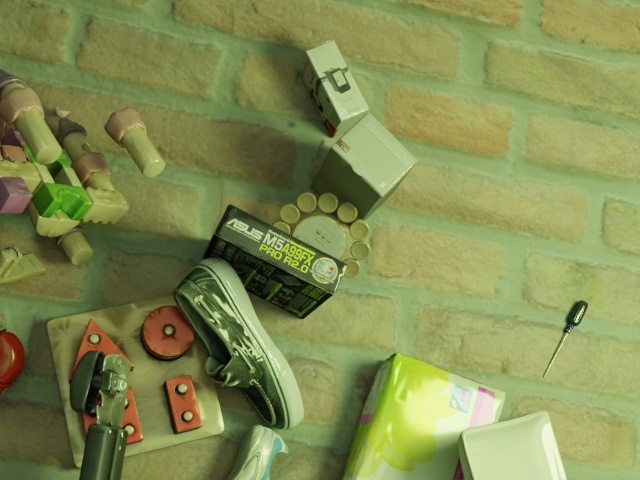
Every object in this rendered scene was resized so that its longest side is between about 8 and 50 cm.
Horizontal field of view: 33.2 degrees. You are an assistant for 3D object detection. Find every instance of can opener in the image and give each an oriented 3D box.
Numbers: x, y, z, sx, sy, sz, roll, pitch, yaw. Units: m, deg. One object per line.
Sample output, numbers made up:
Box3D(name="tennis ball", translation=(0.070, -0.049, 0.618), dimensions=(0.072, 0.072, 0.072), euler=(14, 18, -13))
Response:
Box3D(name="can opener", translation=(-0.361, 0.317, 1.711), dimensions=(0.095, 0.076, 0.283), euler=(2, 74, 23))

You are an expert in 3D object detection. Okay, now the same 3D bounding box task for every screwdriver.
Box3D(name="screwdriver", translation=(0.460, 0.185, 2.030), dimensions=(0.025, 0.024, 0.170), euler=(45, 71, -30))

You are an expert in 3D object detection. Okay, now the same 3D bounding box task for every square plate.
Box3D(name="square plate", translation=(0.347, 0.478, 1.829), dimensions=(0.344, 0.049, 0.347), euler=(3, 71, -56))

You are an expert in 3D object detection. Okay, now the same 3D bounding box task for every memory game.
Box3D(name="memory game", translation=(0.000, 0.000, 1.925), dimensions=(0.186, 0.012, 0.186), euler=(2, 111, 6))

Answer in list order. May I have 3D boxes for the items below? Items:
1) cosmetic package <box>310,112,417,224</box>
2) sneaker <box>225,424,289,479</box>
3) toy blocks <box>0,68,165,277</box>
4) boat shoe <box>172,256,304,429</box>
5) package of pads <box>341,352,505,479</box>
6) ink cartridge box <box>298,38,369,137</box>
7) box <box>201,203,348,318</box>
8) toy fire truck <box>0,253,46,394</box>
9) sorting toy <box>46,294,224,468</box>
Box3D(name="cosmetic package", translation=(0.073, -0.119, 1.906), dimensions=(0.127, 0.238, 0.107), euler=(46, 71, 1))
Box3D(name="sneaker", translation=(-0.133, 0.428, 1.811), dimensions=(0.086, 0.085, 0.237), euler=(33, 75, -10))
Box3D(name="toy blocks", translation=(-0.482, -0.133, 1.783), dimensions=(0.289, 0.309, 0.260), euler=(4, 44, -54))
Box3D(name="boat shoe", translation=(-0.148, 0.194, 1.812), dimensions=(0.119, 0.121, 0.335), euler=(-36, 104, -30))
Box3D(name="package of pads", translation=(0.172, 0.366, 1.880), dimensions=(0.229, 0.101, 0.296), euler=(21, 73, -7))
Box3D(name="ink cartridge box", translation=(0.022, -0.283, 2.003), dimensions=(0.063, 0.109, 0.150), euler=(-25, 83, -13))
Box3D(name="box", translation=(-0.087, 0.042, 1.816), dimensions=(0.216, 0.270, 0.060), euler=(26, 74, -4))
Box3D(name="toy fire truck", translation=(-0.552, 0.132, 1.773), dimensions=(0.246, 0.158, 0.217), euler=(-40, 87, -8))
Box3D(name="sorting toy", translation=(-0.311, 0.228, 1.816), dimensions=(0.257, 0.089, 0.255), euler=(-12, 79, -14))
